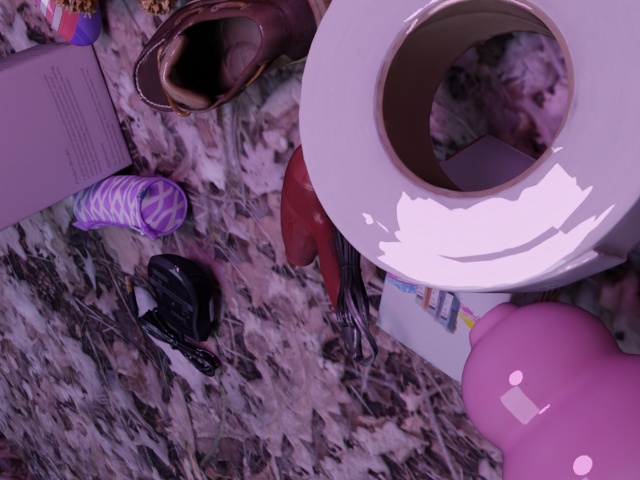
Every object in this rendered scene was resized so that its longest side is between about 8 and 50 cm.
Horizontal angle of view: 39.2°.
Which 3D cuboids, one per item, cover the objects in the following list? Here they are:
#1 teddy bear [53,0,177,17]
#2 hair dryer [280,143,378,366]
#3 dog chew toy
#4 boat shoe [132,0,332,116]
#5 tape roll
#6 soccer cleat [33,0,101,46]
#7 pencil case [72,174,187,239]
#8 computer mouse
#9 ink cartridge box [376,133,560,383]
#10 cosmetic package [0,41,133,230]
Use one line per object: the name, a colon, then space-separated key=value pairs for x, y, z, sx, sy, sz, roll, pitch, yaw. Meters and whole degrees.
teddy bear: x=-0.219 y=-0.354 z=0.968 sx=0.245 sy=0.113 sz=0.338 roll=55 pitch=142 yaw=-7
hair dryer: x=0.000 y=0.000 z=0.940 sx=0.293 sy=0.080 sz=0.223 roll=-163 pitch=79 yaw=-79
dog chew toy: x=0.235 y=0.182 z=0.672 sx=0.332 sy=0.207 sz=0.206 roll=50 pitch=143 yaw=22
boat shoe: x=-0.129 y=-0.199 z=0.979 sx=0.342 sy=0.123 sz=0.123 roll=-3 pitch=114 yaw=49
tape roll: x=0.128 y=-0.099 z=0.673 sx=0.286 sy=0.100 sz=0.286 roll=-3 pitch=85 yaw=30
soccer cleat: x=-0.318 y=-0.362 z=1.112 sx=0.095 sy=0.083 sz=0.248 roll=7 pitch=118 yaw=40
pencil case: x=-0.273 y=-0.048 z=1.277 sx=0.086 sy=0.088 sz=0.206 roll=29 pitch=165 yaw=-39
computer mouse: x=-0.224 y=0.080 z=1.345 sx=0.184 sy=0.060 sz=0.262 roll=30 pitch=147 yaw=25
ink cartridge box: x=0.147 y=0.022 z=0.828 sx=0.127 sy=0.128 sz=0.176 roll=34 pitch=138 yaw=27
cosmetic package: x=-0.459 y=-0.120 z=1.202 sx=0.155 sy=0.366 sz=0.196 roll=9 pitch=122 yaw=44
